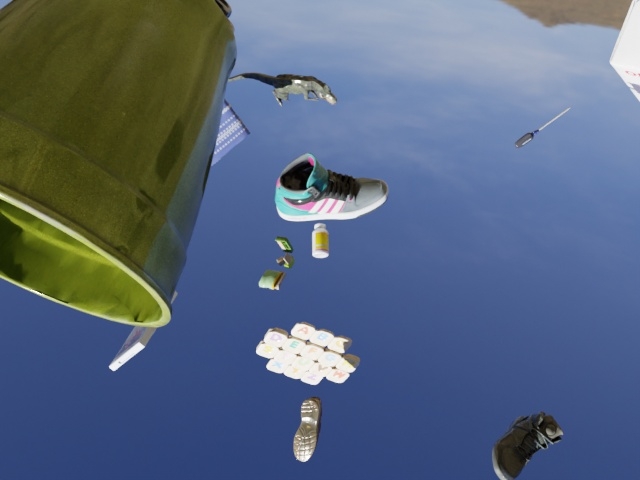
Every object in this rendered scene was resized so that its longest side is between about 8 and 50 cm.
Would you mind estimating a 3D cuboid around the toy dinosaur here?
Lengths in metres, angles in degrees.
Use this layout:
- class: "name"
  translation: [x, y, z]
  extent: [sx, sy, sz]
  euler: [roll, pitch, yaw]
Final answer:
- class: "toy dinosaur"
  translation: [-0.069, -0.327, 1.503]
  extent: [0.268, 0.064, 0.118]
  euler: [11, -179, 24]

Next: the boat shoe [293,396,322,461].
- class: "boat shoe"
  translation: [-0.026, 0.508, 1.901]
  extent: [0.064, 0.178, 0.060]
  euler: [13, -173, 22]

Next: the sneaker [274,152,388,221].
- class: "sneaker"
  translation: [0.020, -0.145, 1.769]
  extent: [0.295, 0.178, 0.124]
  euler: [-8, -121, 5]

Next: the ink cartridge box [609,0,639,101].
- class: "ink cartridge box"
  translation: [0.533, -0.233, 0.978]
  extent: [0.171, 0.100, 0.237]
  euler: [25, -176, 41]

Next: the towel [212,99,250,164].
- class: "towel"
  translation: [-0.326, -0.257, 1.321]
  extent: [0.243, 0.336, 0.040]
  euler: [-39, -156, -1]

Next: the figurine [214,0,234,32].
- class: "figurine"
  translation: [-0.280, -0.411, 1.460]
  extent: [0.092, 0.209, 0.215]
  euler: [38, -160, -29]

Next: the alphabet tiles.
- class: "alphabet tiles"
  translation: [-0.037, 0.335, 2.032]
  extent: [0.284, 0.278, 0.021]
  euler: [22, -134, -13]

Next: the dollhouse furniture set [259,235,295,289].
- class: "dollhouse furniture set"
  translation: [-0.129, 0.066, 2.048]
  extent: [0.076, 0.059, 0.152]
  euler: [9, -122, 35]

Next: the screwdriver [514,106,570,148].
- class: "screwdriver"
  translation: [0.591, -0.298, 1.866]
  extent: [0.169, 0.025, 0.024]
  euler: [-32, -171, 16]

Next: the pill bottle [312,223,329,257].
- class: "pill bottle"
  translation: [0.000, 0.000, 1.820]
  extent: [0.043, 0.083, 0.043]
  euler: [-1, 160, 0]

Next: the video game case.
- class: "video game case"
  translation: [-0.479, 0.242, 1.906]
  extent: [0.023, 0.183, 0.201]
  euler: [41, -139, -15]

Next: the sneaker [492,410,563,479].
- class: "sneaker"
  translation: [0.500, 0.487, 1.699]
  extent: [0.087, 0.130, 0.227]
  euler: [53, -137, 5]

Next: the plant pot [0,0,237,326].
- class: "plant pot"
  translation: [-0.271, -0.139, 0.821]
  extent: [0.366, 0.366, 0.353]
  euler: [16, -113, 14]
